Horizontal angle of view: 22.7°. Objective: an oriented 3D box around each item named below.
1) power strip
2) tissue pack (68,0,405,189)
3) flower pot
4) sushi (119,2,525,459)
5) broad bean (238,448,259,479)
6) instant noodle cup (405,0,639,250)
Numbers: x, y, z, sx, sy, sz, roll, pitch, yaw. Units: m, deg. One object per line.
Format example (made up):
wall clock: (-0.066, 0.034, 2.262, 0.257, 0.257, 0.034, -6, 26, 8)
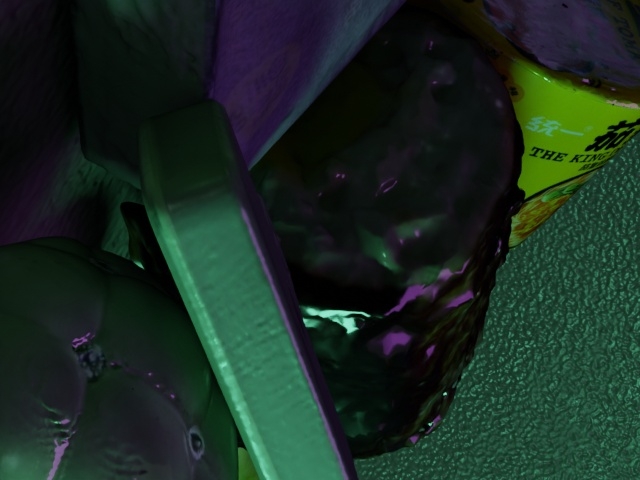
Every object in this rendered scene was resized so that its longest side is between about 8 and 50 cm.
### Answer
power strip: (-0.043, 0.039, 0.956, 0.193, 0.059, 0.265, -107, 177, -63)
tissue pack: (-0.001, -0.233, 1.033, 0.394, 0.124, 0.288, -51, 166, -28)
flower pot: (-0.174, 0.115, 0.949, 0.246, 0.195, 0.246, -27, 168, -6)
sushi: (0.001, 0.002, 1.234, 0.299, 0.281, 0.294, -44, 160, -28)
broad bean: (-0.101, 0.140, 1.487, 0.121, 0.189, 0.263, -21, 174, 12)
instant noodle cup: (0.150, -0.155, 1.447, 0.325, 0.325, 0.254, -43, 170, -50)
